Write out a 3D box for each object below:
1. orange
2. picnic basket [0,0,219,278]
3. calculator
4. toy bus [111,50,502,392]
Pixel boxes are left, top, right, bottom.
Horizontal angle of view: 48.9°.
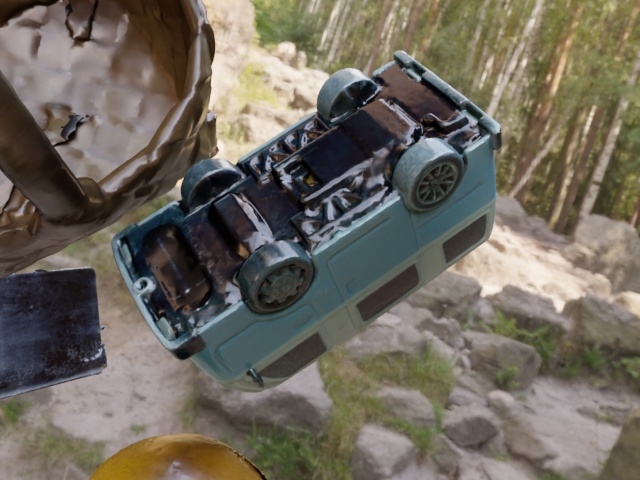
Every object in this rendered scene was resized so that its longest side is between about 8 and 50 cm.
[{"bbox_3d":[-0.094,0.206,0.462,0.134,0.157,0.156,-31,-24,31],"label":"orange"},{"bbox_3d":[-0.238,-0.135,0.469,0.293,0.337,0.337,57,13,6],"label":"picnic basket"},{"bbox_3d":[-0.383,0.118,0.917,0.021,0.161,0.261,-6,-3,27],"label":"calculator"},{"bbox_3d":[0.000,0.000,0.546,0.133,0.271,0.165,51,-9,38],"label":"toy bus"}]
